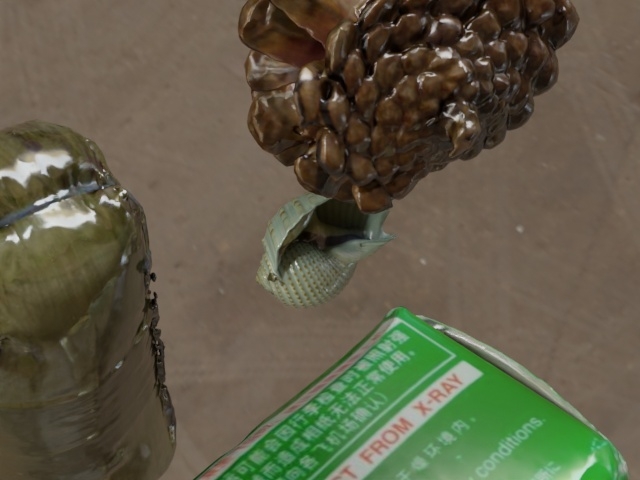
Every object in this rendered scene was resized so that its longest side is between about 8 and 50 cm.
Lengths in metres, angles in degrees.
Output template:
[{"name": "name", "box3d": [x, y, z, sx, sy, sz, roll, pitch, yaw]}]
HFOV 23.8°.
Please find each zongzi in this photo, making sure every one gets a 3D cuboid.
[{"name": "zongzi", "box3d": [-0.258, -0.012, 1.104, 0.174, 0.393, 0.356, -28, 152, -23]}]

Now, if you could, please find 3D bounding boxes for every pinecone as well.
[{"name": "pinecone", "box3d": [0.039, -0.103, 0.824, 0.179, 0.195, 0.150, -36, 93, -7]}]

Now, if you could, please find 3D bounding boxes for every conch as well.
[{"name": "conch", "box3d": [-0.003, -0.001, 0.917, 0.085, 0.056, 0.076, -37, 135, -17]}]

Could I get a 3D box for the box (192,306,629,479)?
[{"name": "box", "box3d": [-0.012, 0.157, 0.469, 0.250, 0.103, 0.180, -38, 143, -33]}]
